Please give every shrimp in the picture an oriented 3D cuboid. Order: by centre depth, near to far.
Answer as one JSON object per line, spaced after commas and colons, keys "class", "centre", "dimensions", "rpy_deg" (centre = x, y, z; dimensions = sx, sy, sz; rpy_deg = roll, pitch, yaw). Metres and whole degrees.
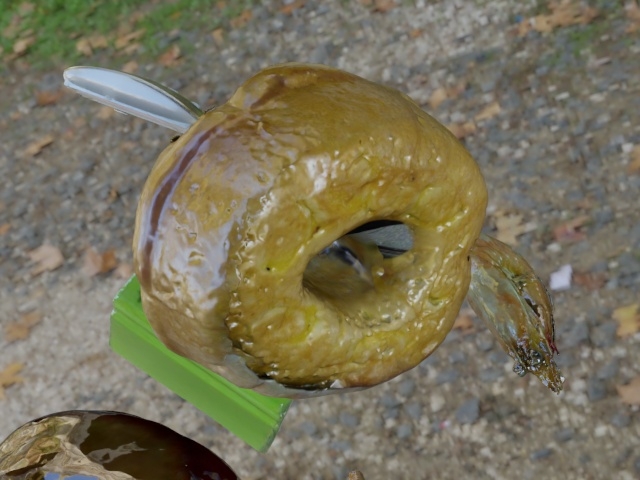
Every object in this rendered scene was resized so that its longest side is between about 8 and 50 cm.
{"class": "shrimp", "centre": [0.267, 0.093, 1.512], "dimensions": [0.154, 0.062, 0.294], "rpy_deg": [9, 44, -29]}

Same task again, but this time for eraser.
{"class": "eraser", "centre": [-0.155, 0.164, 1.520], "dimensions": [0.092, 0.274, 0.210], "rpy_deg": [-54, -5, -25]}

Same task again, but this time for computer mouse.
{"class": "computer mouse", "centre": [-0.206, -0.166, 1.307], "dimensions": [0.199, 0.044, 0.102], "rpy_deg": [20, -2, 16]}

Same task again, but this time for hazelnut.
{"class": "hazelnut", "centre": [-0.131, 0.218, 0.709], "dimensions": [0.230, 0.229, 0.229], "rpy_deg": [-19, 26, 10]}

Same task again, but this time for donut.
{"class": "donut", "centre": [0.000, 0.000, 0.955], "dimensions": [0.317, 0.299, 0.150], "rpy_deg": [-36, 43, -23]}

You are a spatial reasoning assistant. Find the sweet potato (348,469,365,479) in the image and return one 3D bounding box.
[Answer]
{"class": "sweet potato", "centre": [0.031, 0.494, 1.884], "dimensions": [0.058, 0.078, 0.255], "rpy_deg": [-17, 21, 38]}
